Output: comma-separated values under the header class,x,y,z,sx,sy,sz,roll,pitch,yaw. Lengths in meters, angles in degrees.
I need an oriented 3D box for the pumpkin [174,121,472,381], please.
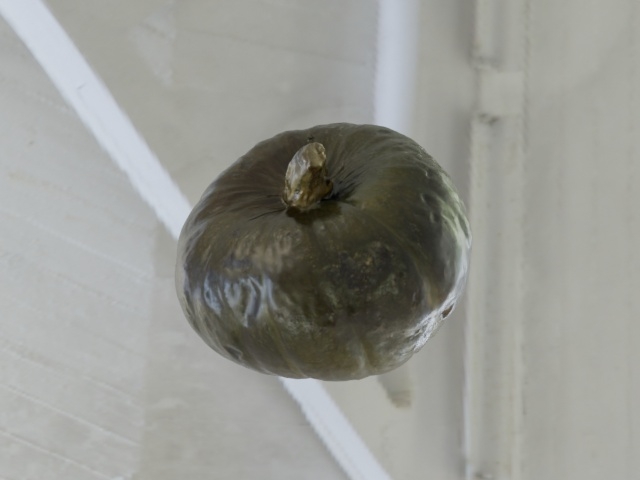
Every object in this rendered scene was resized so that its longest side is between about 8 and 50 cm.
class,x,y,z,sx,sy,sz,roll,pitch,yaw
pumpkin,0.000,0.000,0.919,0.219,0.219,0.162,-43,-45,-30
